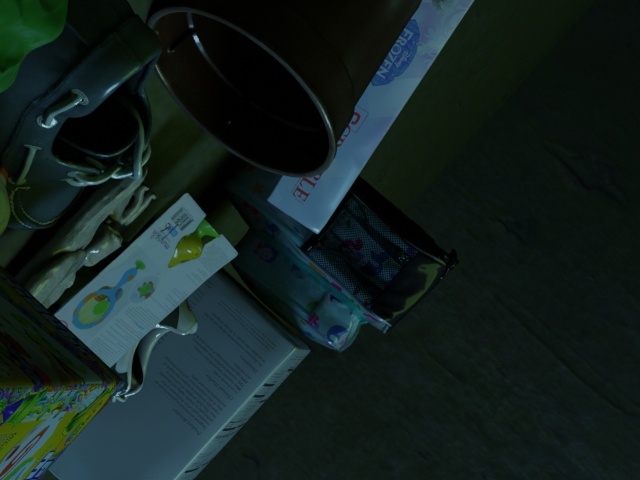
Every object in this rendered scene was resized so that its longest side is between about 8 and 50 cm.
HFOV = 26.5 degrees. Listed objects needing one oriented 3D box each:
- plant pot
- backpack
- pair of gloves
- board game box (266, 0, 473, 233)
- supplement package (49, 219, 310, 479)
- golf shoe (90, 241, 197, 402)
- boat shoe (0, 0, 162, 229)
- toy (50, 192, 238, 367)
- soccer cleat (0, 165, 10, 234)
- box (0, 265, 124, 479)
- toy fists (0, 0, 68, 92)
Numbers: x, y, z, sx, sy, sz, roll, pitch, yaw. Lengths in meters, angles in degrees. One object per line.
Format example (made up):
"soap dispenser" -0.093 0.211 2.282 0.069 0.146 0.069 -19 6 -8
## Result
"plant pot" -0.014 -0.162 1.006 0.165 0.167 0.167 -52 175 -24
"backpack" 0.000 0.000 1.523 0.191 0.253 0.225 -43 176 -3
"pair of gloves" -0.205 0.022 1.076 0.204 0.042 0.240 -46 -175 -6
"board game box" 0.084 -0.200 1.355 0.319 0.066 0.318 -57 -178 26
"supplement package" -0.176 0.147 1.463 0.263 0.199 0.198 -48 173 -1
"golf shoe" -0.243 0.128 1.313 0.273 0.120 0.105 -47 174 4
"boat shoe" -0.159 -0.067 0.846 0.116 0.099 0.319 -48 174 -25
"toy" -0.195 0.051 1.231 0.237 0.056 0.137 -39 151 -3
"soccer cleat" -0.224 -0.032 0.761 0.196 0.068 0.076 92 17 -69
"box" -0.299 0.134 0.792 0.290 0.177 0.279 -48 172 -2
"toy fists" -0.128 -0.159 0.594 0.279 0.096 0.142 -45 162 -11
